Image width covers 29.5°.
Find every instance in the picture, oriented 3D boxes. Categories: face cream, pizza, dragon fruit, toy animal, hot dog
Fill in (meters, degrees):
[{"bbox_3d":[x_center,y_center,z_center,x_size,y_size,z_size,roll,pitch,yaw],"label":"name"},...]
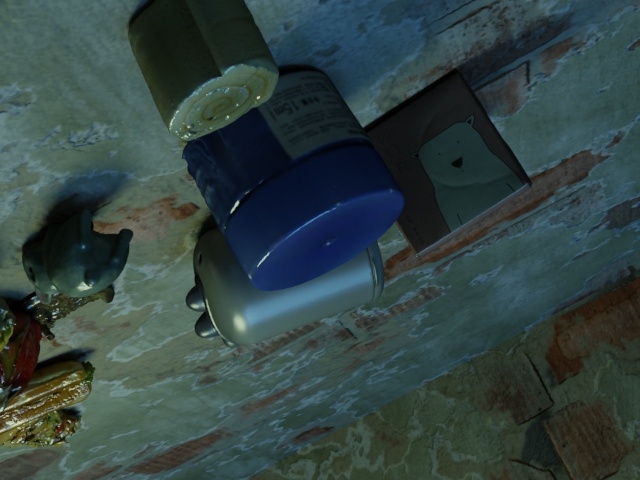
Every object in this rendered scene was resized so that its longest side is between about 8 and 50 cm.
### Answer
[{"bbox_3d":[-0.039,-0.085,1.703,0.249,0.225,0.249,-26,160,-10],"label":"face cream"},{"bbox_3d":[-0.559,0.382,2.411,0.147,0.069,0.226,-28,159,-2],"label":"pizza"},{"bbox_3d":[-0.534,0.215,1.906,0.218,0.148,0.224,-28,154,16],"label":"dragon fruit"},{"bbox_3d":[-0.378,0.037,1.762,0.236,0.138,0.108,-25,133,38],"label":"toy animal"},{"bbox_3d":[-0.528,0.279,2.208,0.250,0.076,0.104,-25,140,-14],"label":"hot dog"}]

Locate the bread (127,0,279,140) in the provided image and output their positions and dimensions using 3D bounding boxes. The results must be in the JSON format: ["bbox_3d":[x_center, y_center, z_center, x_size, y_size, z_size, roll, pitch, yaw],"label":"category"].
[{"bbox_3d":[-0.134,-0.210,1.411,0.148,0.141,0.134,-37,156,28],"label":"bread"}]

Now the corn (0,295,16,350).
[{"bbox_3d":[-0.621,0.175,1.762,0.387,0.144,0.144,-26,160,11],"label":"corn"}]

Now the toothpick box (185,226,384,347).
[{"bbox_3d":[-0.072,0.059,2.012,0.316,0.229,0.229,-20,158,-14],"label":"toothpick box"}]

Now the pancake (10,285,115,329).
[{"bbox_3d":[-0.438,0.119,2.002,0.190,0.020,0.184,-38,157,28],"label":"pancake"}]

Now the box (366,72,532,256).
[{"bbox_3d":[0.191,-0.116,1.917,0.215,0.215,0.086,-33,168,14],"label":"box"}]
